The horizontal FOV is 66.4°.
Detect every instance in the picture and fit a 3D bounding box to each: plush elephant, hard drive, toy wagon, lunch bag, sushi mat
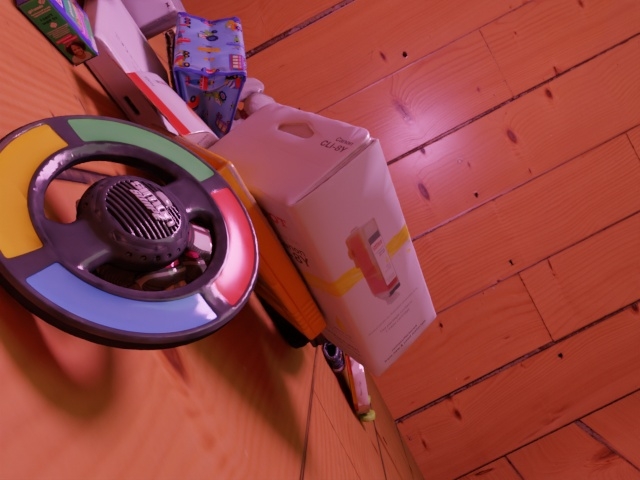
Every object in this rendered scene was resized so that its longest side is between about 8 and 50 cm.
[{"bbox_3d":[-0.237,-0.394,1.661,0.271,0.255,0.330,64,2,25],"label":"plush elephant"},{"bbox_3d":[-0.352,-0.328,0.913,0.233,0.047,0.353,61,3,-44],"label":"hard drive"},{"bbox_3d":[0.128,0.456,1.717,0.344,0.068,0.267,-106,-173,-83],"label":"toy wagon"},{"bbox_3d":[-0.241,-0.299,1.066,0.293,0.138,0.221,105,-20,-48],"label":"lunch bag"},{"bbox_3d":[-0.321,-0.418,1.138,0.316,0.019,0.151,-105,-167,-61],"label":"sushi mat"}]

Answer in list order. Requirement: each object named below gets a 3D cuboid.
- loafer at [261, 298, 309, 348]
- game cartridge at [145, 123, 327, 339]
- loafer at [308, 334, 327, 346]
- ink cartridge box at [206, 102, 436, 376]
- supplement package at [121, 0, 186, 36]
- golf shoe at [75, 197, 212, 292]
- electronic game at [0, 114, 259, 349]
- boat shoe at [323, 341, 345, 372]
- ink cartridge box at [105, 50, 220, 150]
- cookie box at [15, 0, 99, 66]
[{"bbox_3d":[-0.088,0.144,1.121,0.078,0.076,0.223,-127,-167,-71],"label":"loafer"},{"bbox_3d":[-0.141,-0.013,0.758,0.285,0.053,0.323,30,-26,48],"label":"game cartridge"},{"bbox_3d":[0.013,0.169,1.099,0.302,0.095,0.109,69,4,-84],"label":"loafer"},{"bbox_3d":[0.000,0.000,0.798,0.279,0.160,0.384,30,-26,46],"label":"ink cartridge box"},{"bbox_3d":[-0.410,-0.560,1.134,0.133,0.139,0.244,63,1,-21],"label":"supplement package"},{"bbox_3d":[-0.167,0.003,0.555,0.120,0.105,0.273,58,2,1],"label":"golf shoe"},{"bbox_3d":[-0.153,-0.016,0.408,0.229,0.048,0.229,26,40,-24],"label":"electronic game"},{"bbox_3d":[0.040,0.350,1.649,0.183,0.065,0.083,-111,178,-54],"label":"boat shoe"},{"bbox_3d":[-0.227,-0.208,0.744,0.145,0.045,0.179,47,-4,11],"label":"ink cartridge box"},{"bbox_3d":[-0.354,-0.305,0.653,0.091,0.040,0.107,65,3,25],"label":"cookie box"}]
